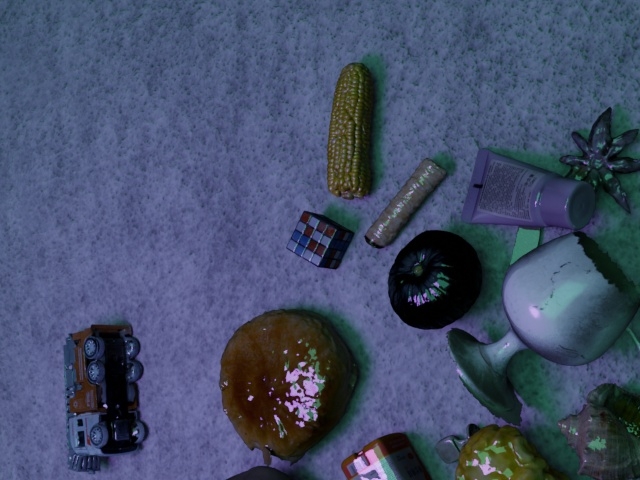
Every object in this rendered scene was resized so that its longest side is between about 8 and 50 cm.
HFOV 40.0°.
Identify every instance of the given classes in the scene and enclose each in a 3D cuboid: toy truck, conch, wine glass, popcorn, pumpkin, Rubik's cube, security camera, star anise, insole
[{"bbox_3d":[-0.528,0.377,2.080,0.184,0.133,0.339,-14,76,35],"label":"toy truck"},{"bbox_3d":[0.537,0.347,1.547,0.245,0.163,0.178,17,77,9],"label":"conch"},{"bbox_3d":[0.404,0.148,1.591,0.323,0.238,0.238,-45,68,25],"label":"wine glass"},{"bbox_3d":[0.359,0.445,1.595,0.203,0.200,0.226,-12,75,32],"label":"popcorn"},{"bbox_3d":[0.224,0.079,1.725,0.202,0.140,0.202,-24,51,33],"label":"pumpkin"},{"bbox_3d":[0.000,0.000,1.874,0.092,0.092,0.092,30,99,26],"label":"Rubik's cube"},{"bbox_3d":[0.271,0.401,1.732,0.092,0.058,0.058,-30,72,32],"label":"security camera"},{"bbox_3d":[0.527,-0.139,1.645,0.180,0.061,0.205,36,100,24],"label":"star anise"},{"bbox_3d":[0.394,0.057,1.719,0.063,0.010,0.192,9,90,27],"label":"insole"}]

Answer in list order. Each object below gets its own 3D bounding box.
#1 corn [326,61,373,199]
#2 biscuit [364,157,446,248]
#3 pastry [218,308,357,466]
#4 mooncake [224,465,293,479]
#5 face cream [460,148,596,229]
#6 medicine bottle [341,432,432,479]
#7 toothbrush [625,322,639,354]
[{"bbox_3d":[0.066,-0.232,1.861,0.101,0.101,0.292,3,87,26],"label":"corn"},{"bbox_3d":[0.174,-0.072,1.816,0.061,0.055,0.219,41,104,18],"label":"biscuit"},{"bbox_3d":[-0.083,0.294,1.862,0.329,0.136,0.330,-2,85,27],"label":"pastry"},{"bbox_3d":[-0.123,0.605,1.810,0.274,0.135,0.275,6,112,15],"label":"mooncake"},{"bbox_3d":[0.384,-0.086,1.680,0.273,0.096,0.154,18,97,50],"label":"face cream"},{"bbox_3d":[0.154,0.498,1.718,0.112,0.149,0.222,-38,71,18],"label":"medicine bottle"},{"bbox_3d":[0.611,0.253,1.584,0.030,0.030,0.304,-34,72,20],"label":"toothbrush"}]
